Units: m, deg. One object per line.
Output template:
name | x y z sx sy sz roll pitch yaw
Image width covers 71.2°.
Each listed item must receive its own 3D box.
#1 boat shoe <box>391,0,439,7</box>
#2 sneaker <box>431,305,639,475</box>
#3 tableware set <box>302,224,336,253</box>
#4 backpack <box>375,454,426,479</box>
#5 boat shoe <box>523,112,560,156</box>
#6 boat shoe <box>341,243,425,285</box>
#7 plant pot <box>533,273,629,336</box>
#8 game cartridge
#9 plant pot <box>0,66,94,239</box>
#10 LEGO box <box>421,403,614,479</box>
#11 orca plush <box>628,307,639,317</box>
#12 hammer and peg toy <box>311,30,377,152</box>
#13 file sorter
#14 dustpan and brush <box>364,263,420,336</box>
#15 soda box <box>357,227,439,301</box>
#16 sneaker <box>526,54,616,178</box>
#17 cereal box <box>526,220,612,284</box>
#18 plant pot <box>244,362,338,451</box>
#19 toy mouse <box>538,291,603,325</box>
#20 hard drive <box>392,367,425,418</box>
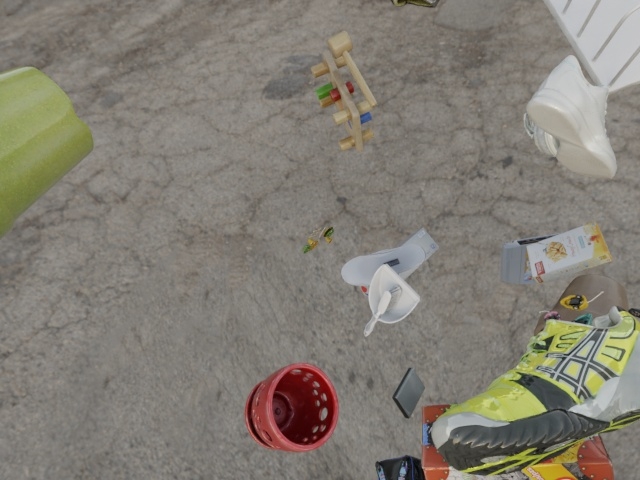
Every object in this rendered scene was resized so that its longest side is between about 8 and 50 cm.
boat shoe | 0.198 -0.614 1.092 0.223 0.080 0.074 26 95 32
sneaker | 0.305 0.195 0.596 0.384 0.145 0.147 -8 52 -21
tableware set | 0.000 0.000 1.533 0.024 0.104 0.154 43 28 19
backpack | 0.260 0.775 1.389 0.158 0.116 0.174 -34 40 36
boat shoe | 0.498 -0.258 0.960 0.103 0.118 0.320 -16 25 41
boat shoe | 0.193 0.077 1.352 0.257 0.084 0.095 -13 86 16
plant pot | 0.799 0.229 1.322 0.262 0.263 0.229 21 60 24
game cartridge | 0.861 0.076 1.748 0.296 0.198 0.062 -10 26 4
plant pot | -0.558 -0.163 0.770 0.275 0.276 0.254 24 55 26
LEGO box | 0.475 0.636 1.075 0.372 0.501 0.193 -11 22 17
orca plush | 0.804 0.255 1.007 0.102 0.151 0.287 -32 34 6
hammer and peg toy | 0.070 -0.452 1.407 0.127 0.361 0.266 -23 75 1
file sorter | 0.606 -0.468 0.861 0.192 0.173 0.278 -21 74 2
dustpan and brush | 0.171 0.189 1.229 0.060 0.211 0.147 -17 50 -35
soda box | 0.252 0.083 1.474 0.286 0.098 0.091 -39 89 -20
sneaker | 0.368 -0.163 0.615 0.080 0.212 0.094 27 87 52
cereal box | 0.843 0.042 1.532 0.240 0.047 0.173 -26 28 32
plant pot | -0.079 0.402 1.070 0.191 0.174 0.191 16 61 -30
toy mouse | 0.611 0.202 1.097 0.161 0.031 0.143 -21 35 53
hard drive | 0.294 0.506 1.486 0.022 0.094 0.135 -18 20 46
